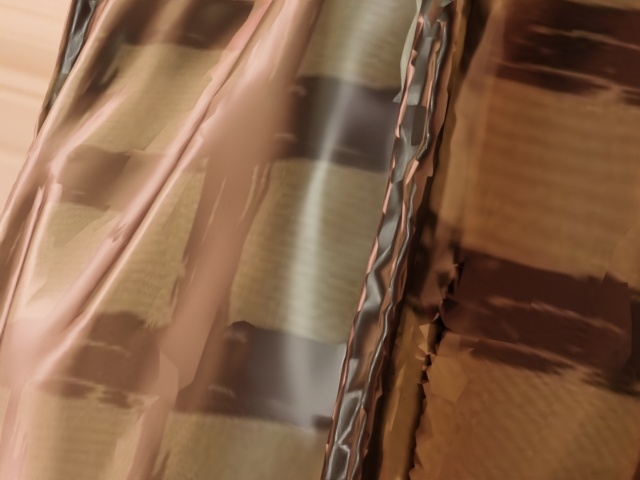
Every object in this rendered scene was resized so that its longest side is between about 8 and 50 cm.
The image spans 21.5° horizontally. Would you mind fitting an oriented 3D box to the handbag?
[{"bbox_3d":[0.000,0.000,0.507,0.162,0.325,0.327,18,-102,-28],"label":"handbag"}]
